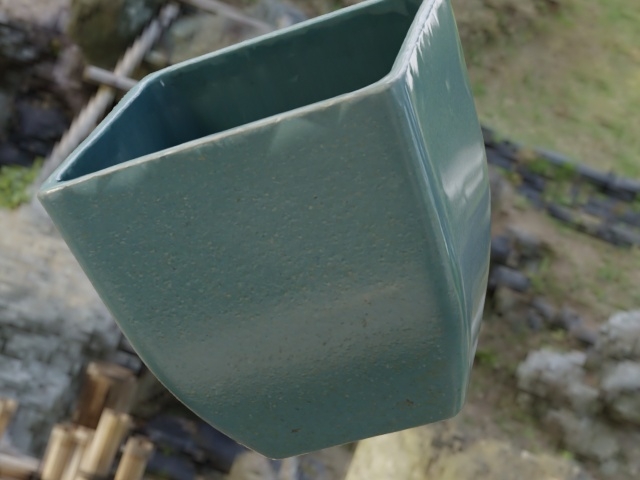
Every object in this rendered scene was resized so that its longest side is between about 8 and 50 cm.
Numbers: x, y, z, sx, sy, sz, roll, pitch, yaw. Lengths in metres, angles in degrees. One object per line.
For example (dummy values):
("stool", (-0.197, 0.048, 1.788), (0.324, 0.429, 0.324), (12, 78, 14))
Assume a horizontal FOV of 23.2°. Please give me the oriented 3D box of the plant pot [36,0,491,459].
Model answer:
("plant pot", (0.000, 0.000, 1.074), (0.247, 0.252, 0.248), (-17, 20, 18))
